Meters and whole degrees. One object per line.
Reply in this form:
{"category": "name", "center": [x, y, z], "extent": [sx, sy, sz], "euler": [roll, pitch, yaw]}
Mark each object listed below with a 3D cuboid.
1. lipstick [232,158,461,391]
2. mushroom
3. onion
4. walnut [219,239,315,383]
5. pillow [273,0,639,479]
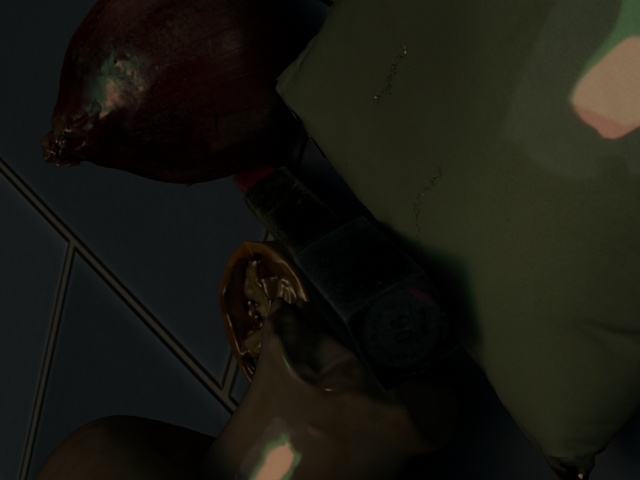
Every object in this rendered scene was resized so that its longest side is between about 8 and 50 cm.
{"category": "lipstick", "center": [0.000, 0.000, 0.715], "extent": [0.051, 0.051, 0.312], "euler": [59, 176, -23]}
{"category": "mushroom", "center": [-0.032, 0.183, 0.715], "extent": [0.297, 0.297, 0.290], "euler": [27, 89, 43]}
{"category": "onion", "center": [-0.110, -0.103, 0.791], "extent": [0.159, 0.195, 0.160], "euler": [36, 142, 35]}
{"category": "walnut", "center": [-0.022, 0.054, 0.819], "extent": [0.091, 0.052, 0.121], "euler": [-5, 98, 46]}
{"category": "pillow", "center": [0.119, -0.079, 0.592], "extent": [0.312, 0.119, 0.310], "euler": [55, 130, 25]}
